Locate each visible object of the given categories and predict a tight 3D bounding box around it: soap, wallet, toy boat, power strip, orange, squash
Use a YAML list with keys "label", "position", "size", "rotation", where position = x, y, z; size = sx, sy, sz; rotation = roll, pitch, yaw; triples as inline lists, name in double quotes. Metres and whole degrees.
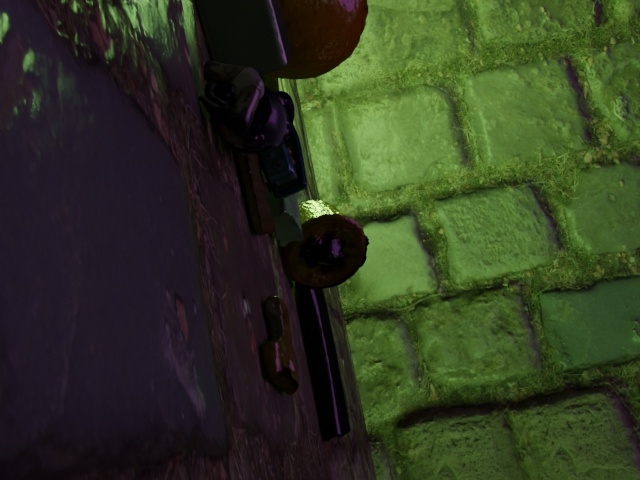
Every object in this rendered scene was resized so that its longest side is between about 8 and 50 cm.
- label: "soap"
  position: [-0.090, -0.097, 1.636]
  size: [0.114, 0.064, 0.198]
  rotation: [61, 15, -50]
- label: "wallet"
  position: [0.006, 0.302, 1.847]
  size: [0.228, 0.062, 0.405]
  rotation: [56, 23, -78]
- label: "toy boat"
  position: [-0.103, -0.208, 1.539]
  size: [0.098, 0.109, 0.237]
  rotation: [39, 30, -66]
- label: "power strip"
  position: [-0.150, -0.429, 1.351]
  size: [0.140, 0.139, 0.224]
  rotation: [-85, 162, -66]
- label: "orange"
  position: [-0.072, -0.515, 1.559]
  size: [0.340, 0.293, 0.340]
  rotation: [46, -24, 27]
- label: "squash"
  position: [-0.137, -0.381, 1.877]
  size: [0.069, 0.069, 0.257]
  rotation: [68, 13, -66]

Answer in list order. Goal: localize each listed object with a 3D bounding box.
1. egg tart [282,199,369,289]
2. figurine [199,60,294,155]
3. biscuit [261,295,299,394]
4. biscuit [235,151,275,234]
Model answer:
- label: "egg tart"
  position: [0.000, 0.000, 1.747]
  size: [0.170, 0.215, 0.215]
  rotation: [-115, -172, -54]
- label: "figurine"
  position: [-0.120, -0.224, 1.231]
  size: [0.222, 0.146, 0.145]
  rotation: [58, 20, -73]
- label: "biscuit"
  position: [-0.078, 0.174, 1.269]
  size: [0.174, 0.039, 0.183]
  rotation: [65, 13, -62]
- label: "biscuit"
  position: [-0.138, -0.136, 1.419]
  size: [0.172, 0.029, 0.254]
  rotation: [-20, 98, -85]
